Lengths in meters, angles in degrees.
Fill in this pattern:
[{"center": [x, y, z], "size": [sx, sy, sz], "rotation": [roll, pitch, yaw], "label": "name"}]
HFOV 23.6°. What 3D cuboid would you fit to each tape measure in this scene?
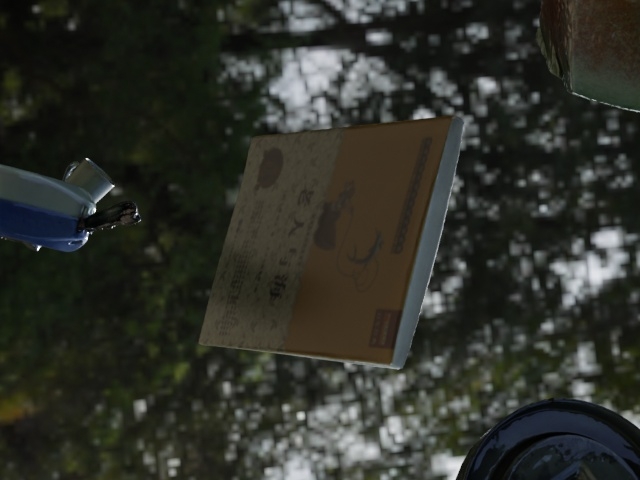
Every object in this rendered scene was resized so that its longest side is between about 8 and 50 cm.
[{"center": [-0.359, -0.040, 1.861], "size": [0.351, 0.215, 0.097], "rotation": [180, -77, -68], "label": "tape measure"}]

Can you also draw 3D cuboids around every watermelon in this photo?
[{"center": [0.377, -0.299, 2.115], "size": [0.264, 0.151, 0.302], "rotation": [-89, 160, -68], "label": "watermelon"}]

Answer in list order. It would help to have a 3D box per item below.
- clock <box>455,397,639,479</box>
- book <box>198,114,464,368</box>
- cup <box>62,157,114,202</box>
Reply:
[{"center": [0.323, 0.369, 2.015], "size": [0.066, 0.319, 0.318], "rotation": [131, -46, -67], "label": "clock"}, {"center": [0.000, 0.000, 1.682], "size": [0.389, 0.032, 0.268], "rotation": [-2, -109, 55], "label": "book"}, {"center": [-0.336, -0.073, 2.098], "size": [0.075, 0.083, 0.054], "rotation": [45, 3, 14], "label": "cup"}]
